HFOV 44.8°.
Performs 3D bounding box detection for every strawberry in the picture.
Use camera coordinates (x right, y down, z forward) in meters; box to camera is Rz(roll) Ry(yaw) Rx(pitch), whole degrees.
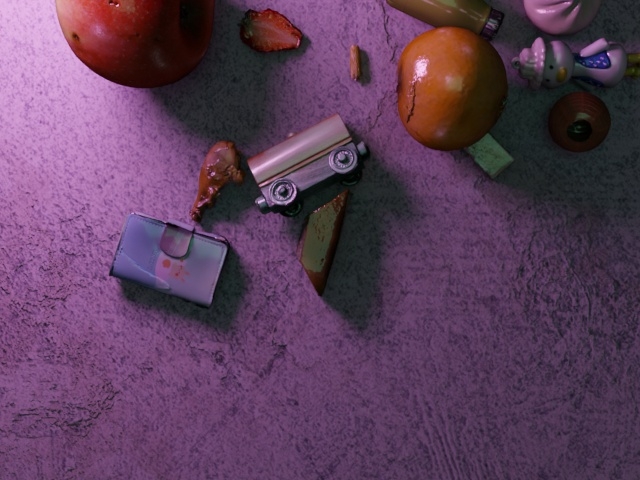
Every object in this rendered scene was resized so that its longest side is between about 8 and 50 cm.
[{"bbox_3d":[-0.118,-0.475,1.782,0.152,0.048,0.104,19,87,-13],"label":"strawberry"}]

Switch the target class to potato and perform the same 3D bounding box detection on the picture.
[{"bbox_3d":[0.379,-0.201,1.775,0.086,0.061,0.122,-43,90,6],"label":"potato"}]

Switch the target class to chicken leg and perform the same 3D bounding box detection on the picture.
[{"bbox_3d":[-0.238,-0.130,1.791,0.101,0.085,0.208,25,102,-11],"label":"chicken leg"}]

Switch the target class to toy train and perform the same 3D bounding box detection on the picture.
[{"bbox_3d":[-0.033,-0.173,1.764,0.285,0.116,0.177,-28,71,3],"label":"toy train"}]

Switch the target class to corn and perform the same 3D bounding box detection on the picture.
[{"bbox_3d":[0.082,-0.407,1.787,0.028,0.027,0.083,-2,91,-15],"label":"corn"}]

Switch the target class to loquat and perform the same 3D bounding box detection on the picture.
[{"bbox_3d":[0.275,-0.325,1.673,0.262,0.263,0.263,0,93,2],"label":"loquat"}]

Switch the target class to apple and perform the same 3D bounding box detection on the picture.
[{"bbox_3d":[-0.384,-0.500,1.644,0.276,0.348,0.349,16,94,19],"label":"apple"}]

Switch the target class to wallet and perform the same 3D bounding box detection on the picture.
[{"bbox_3d":[-0.347,0.041,1.802,0.250,0.075,0.176,19,97,0],"label":"wallet"}]

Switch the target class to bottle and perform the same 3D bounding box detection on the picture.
[{"bbox_3d":[0.280,-0.528,1.732,0.260,0.112,0.112,25,94,0],"label":"bottle"}]

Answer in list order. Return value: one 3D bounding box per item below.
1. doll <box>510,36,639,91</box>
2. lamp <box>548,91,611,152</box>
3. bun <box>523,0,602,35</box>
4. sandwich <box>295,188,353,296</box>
[{"bbox_3d":[0.571,-0.392,1.731,0.292,0.138,0.119,2,53,-1],"label":"doll"},{"bbox_3d":[0.576,-0.264,1.731,0.136,0.136,0.137,0,93,2],"label":"lamp"},{"bbox_3d":[0.541,-0.544,1.721,0.172,0.120,0.173,0,95,4],"label":"bun"},{"bbox_3d":[0.000,0.000,1.780,0.096,0.094,0.258,14,92,-4],"label":"sandwich"}]
